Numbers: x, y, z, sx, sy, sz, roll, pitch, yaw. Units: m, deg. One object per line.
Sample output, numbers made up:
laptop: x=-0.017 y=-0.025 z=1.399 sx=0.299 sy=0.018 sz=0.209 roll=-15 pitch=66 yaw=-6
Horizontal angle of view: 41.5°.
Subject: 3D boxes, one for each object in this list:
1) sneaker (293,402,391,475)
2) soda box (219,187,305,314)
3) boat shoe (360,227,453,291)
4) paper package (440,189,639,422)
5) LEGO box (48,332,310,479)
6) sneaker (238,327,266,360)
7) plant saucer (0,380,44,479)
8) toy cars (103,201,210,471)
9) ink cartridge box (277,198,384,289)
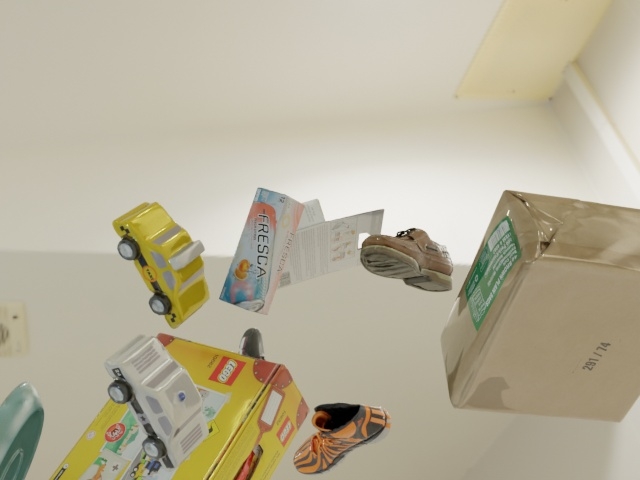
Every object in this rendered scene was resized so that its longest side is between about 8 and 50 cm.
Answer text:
sneaker: x=0.013 y=0.502 z=2.203 sx=0.321 sy=0.125 sz=0.180 roll=-38 pitch=-44 yaw=24
soda box: x=-0.088 y=0.016 z=1.281 sx=0.058 sy=0.183 sz=0.063 roll=16 pitch=-5 yaw=29
boat shoe: x=0.180 y=0.027 z=1.785 sx=0.110 sy=0.104 sz=0.307 roll=-6 pitch=-19 yaw=33
paper package: x=0.373 y=0.112 z=1.291 sx=0.309 sy=0.168 sz=0.325 roll=7 pitch=-50 yaw=-13
LEGO box: x=-0.316 y=0.473 z=1.830 sx=0.372 sy=0.500 sz=0.193 roll=10 pitch=-40 yaw=33
sneaker: x=-0.140 y=0.386 z=2.355 sx=0.162 sy=0.281 sz=0.106 roll=0 pitch=-2 yaw=26
plant saucer: x=-0.538 y=0.393 z=1.414 sx=0.043 sy=0.318 sz=0.318 roll=20 pitch=-48 yaw=-2
toy cars: x=-0.214 y=0.125 z=1.213 sx=0.087 sy=0.394 sz=0.176 roll=-19 pitch=-27 yaw=36
ink cartridge box: x=0.000 y=0.000 z=1.861 sx=0.261 sy=0.066 sz=0.296 roll=-16 pitch=-23 yaw=-7
